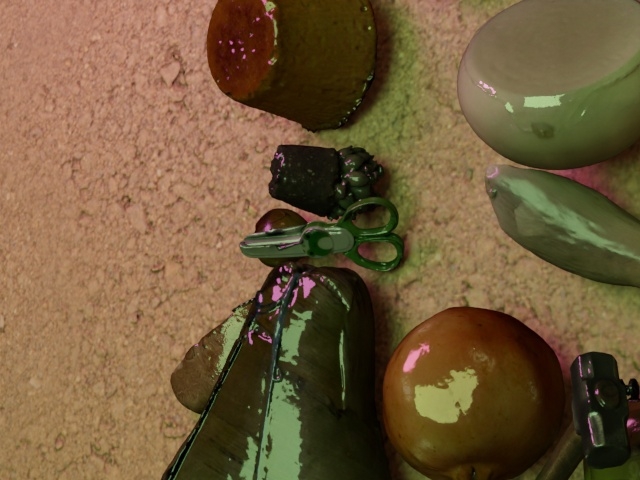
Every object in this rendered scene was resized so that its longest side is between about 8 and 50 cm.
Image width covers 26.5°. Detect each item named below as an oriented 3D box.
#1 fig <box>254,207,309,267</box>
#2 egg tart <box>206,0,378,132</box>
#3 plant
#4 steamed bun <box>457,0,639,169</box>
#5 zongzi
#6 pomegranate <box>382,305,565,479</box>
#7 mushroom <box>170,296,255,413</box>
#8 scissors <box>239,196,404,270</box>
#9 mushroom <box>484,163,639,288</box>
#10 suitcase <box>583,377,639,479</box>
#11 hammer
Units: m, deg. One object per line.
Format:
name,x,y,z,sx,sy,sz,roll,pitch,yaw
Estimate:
fig,-0.038,-0.002,1.754,0.098,0.084,0.082,7,76,-3
egg tart,-0.041,-0.246,1.739,0.215,0.170,0.215,4,95,49
plant,0.008,-0.073,1.695,0.092,0.143,0.095,119,156,-61
steamed bun,0.269,-0.163,1.483,0.231,0.145,0.232,-13,41,11
zongzi,0.039,0.229,1.602,0.392,0.174,0.356,23,90,28
pomegranate,0.168,0.171,1.486,0.209,0.209,0.209,-8,77,36
mushroom,-0.121,0.161,1.786,0.209,0.072,0.094,-39,70,25
scissors,0.000,0.000,1.680,0.204,0.027,0.101,-6,119,13
mushroom,0.291,-0.010,1.485,0.247,0.096,0.108,30,130,29
suitcase,0.361,0.248,1.355,0.193,0.143,0.235,-9,77,36
hammer,0.231,0.266,1.409,0.365,0.043,0.111,109,165,-46
